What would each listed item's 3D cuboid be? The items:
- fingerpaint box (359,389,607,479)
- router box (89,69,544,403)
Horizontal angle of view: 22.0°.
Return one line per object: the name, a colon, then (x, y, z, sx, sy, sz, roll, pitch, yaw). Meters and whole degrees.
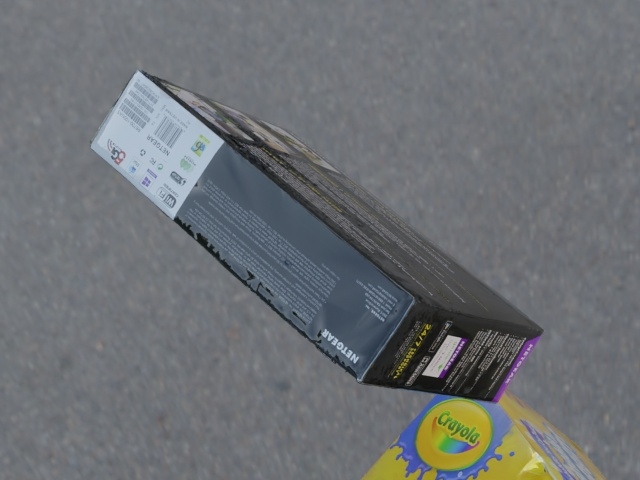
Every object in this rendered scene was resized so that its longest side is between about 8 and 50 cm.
fingerpaint box: (0.116, 0.357, 1.273, 0.371, 0.163, 0.445, -50, 24, 6)
router box: (0.000, 0.000, 0.734, 0.179, 0.133, 0.046, 40, 102, 30)
